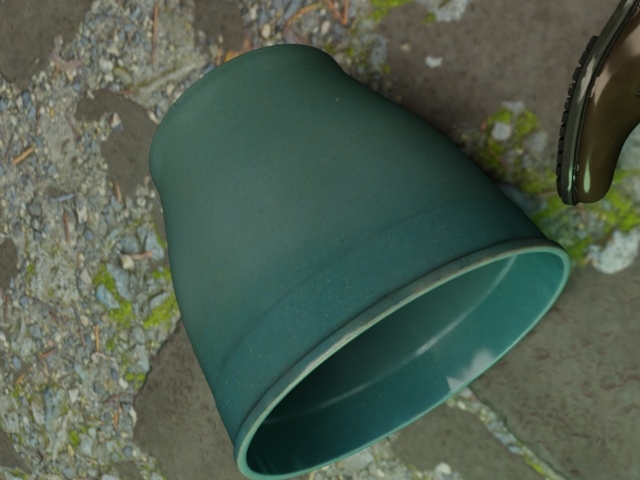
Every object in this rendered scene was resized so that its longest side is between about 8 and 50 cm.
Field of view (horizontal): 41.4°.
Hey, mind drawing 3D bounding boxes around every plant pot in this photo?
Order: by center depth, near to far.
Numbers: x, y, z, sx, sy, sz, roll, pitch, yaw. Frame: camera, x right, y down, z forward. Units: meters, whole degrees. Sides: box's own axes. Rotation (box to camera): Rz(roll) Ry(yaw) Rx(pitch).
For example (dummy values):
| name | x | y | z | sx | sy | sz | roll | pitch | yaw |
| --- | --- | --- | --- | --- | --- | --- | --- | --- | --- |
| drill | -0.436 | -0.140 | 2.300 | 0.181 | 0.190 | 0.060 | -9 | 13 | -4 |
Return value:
| name | x | y | z | sx | sy | sz | roll | pitch | yaw |
| --- | --- | --- | --- | --- | --- | --- | --- | --- | --- |
| plant pot | 0.000 | 0.000 | 0.650 | 0.271 | 0.272 | 0.255 | -51 | 59 | 31 |

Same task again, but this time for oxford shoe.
| name | x | y | z | sx | sy | sz | roll | pitch | yaw |
| --- | --- | --- | --- | --- | --- | --- | --- | --- | --- |
| oxford shoe | 0.227 | -0.117 | 0.570 | 0.096 | 0.083 | 0.227 | 27 | 116 | 20 |
